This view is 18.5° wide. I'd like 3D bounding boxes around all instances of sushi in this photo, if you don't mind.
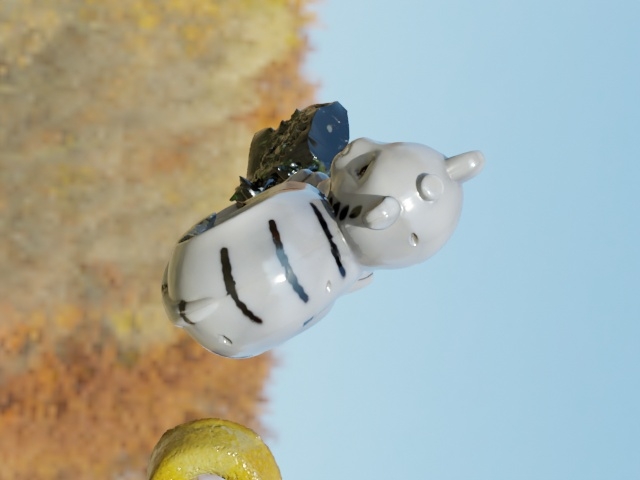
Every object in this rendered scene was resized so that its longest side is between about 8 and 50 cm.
[{"bbox_3d":[-0.019,-0.056,1.479,0.083,0.056,0.084,-32,-159,39],"label":"sushi"}]

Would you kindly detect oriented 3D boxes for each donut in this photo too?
[{"bbox_3d":[-0.086,0.185,1.475,0.097,0.108,0.043,57,18,-11],"label":"donut"}]

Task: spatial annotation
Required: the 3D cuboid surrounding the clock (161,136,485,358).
[{"bbox_3d":[0.000,-0.001,1.058,0.080,0.176,0.117,62,-26,-2],"label":"clock"}]
